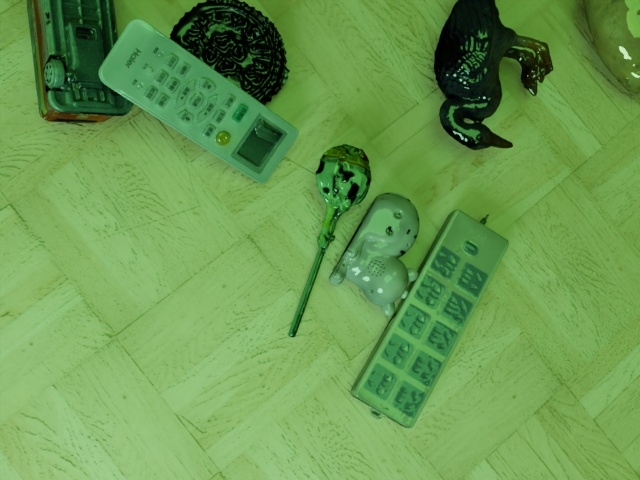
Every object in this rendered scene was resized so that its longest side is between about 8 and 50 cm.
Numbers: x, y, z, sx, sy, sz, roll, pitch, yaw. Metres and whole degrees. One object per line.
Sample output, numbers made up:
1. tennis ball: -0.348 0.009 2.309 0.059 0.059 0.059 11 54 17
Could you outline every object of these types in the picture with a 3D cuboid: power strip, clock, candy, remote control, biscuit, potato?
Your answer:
1. power strip: 0.175 0.111 1.104 0.106 0.043 0.367 31 78 -4
2. clock: 0.103 0.016 1.089 0.117 0.080 0.176 30 79 -3
3. candy: 0.000 0.000 1.084 0.091 0.083 0.306 23 85 -42
4. remote control: -0.172 -0.199 1.042 0.293 0.051 0.103 32 98 -27
5. biscuit: -0.145 -0.285 1.110 0.194 0.053 0.195 1 82 -9
6. potato: 0.523 -0.368 1.192 0.161 0.128 0.235 8 85 -3

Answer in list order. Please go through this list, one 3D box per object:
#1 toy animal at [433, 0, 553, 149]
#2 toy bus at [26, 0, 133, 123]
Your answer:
1. toy animal: 0.268 -0.293 1.141 0.185 0.122 0.299 -6 91 -6
2. toy bus: -0.361 -0.300 1.036 0.121 0.119 0.265 -5 84 -39
